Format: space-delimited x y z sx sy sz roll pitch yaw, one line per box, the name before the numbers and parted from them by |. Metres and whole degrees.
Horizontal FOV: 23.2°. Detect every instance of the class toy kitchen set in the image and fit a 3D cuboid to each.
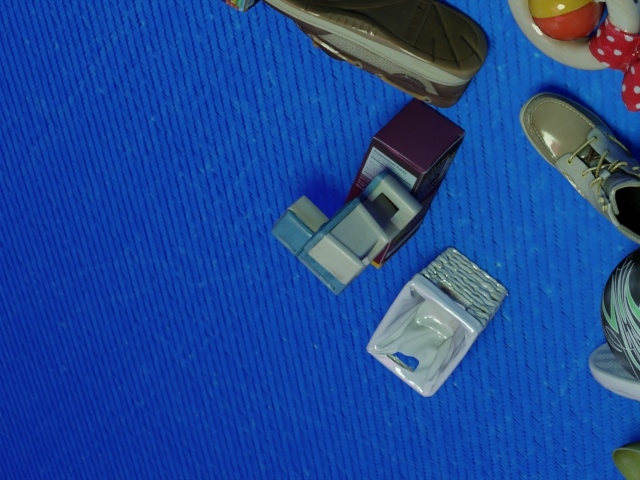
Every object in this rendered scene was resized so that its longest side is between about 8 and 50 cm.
toy kitchen set | 0.000 0.000 1.857 0.122 0.166 0.207 44 139 3

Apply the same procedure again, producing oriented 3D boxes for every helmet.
helmet | 0.399 0.087 1.763 0.169 0.161 0.169 21 137 22

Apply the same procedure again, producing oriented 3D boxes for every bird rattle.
bird rattle | 0.292 -0.252 1.645 0.207 0.143 0.253 7 141 50

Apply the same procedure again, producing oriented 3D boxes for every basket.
basket | 0.153 0.104 2.026 0.113 0.103 0.167 38 138 8

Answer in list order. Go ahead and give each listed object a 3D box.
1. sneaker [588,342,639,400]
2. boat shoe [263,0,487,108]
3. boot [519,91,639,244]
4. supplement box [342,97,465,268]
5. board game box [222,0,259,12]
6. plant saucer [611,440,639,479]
sneaker | 0.464 0.214 1.860 0.292 0.108 0.169 8 128 37
boat shoe | 0.025 -0.258 1.820 0.342 0.123 0.123 26 148 1
boot | 0.309 -0.076 1.702 0.213 0.165 0.077 44 100 -6
supplement box | 0.095 -0.069 1.931 0.081 0.104 0.188 36 138 12
board game box | -0.126 -0.383 1.898 0.141 0.048 0.170 32 137 17
plant saucer | 0.473 0.316 1.928 0.241 0.037 0.241 35 167 9
